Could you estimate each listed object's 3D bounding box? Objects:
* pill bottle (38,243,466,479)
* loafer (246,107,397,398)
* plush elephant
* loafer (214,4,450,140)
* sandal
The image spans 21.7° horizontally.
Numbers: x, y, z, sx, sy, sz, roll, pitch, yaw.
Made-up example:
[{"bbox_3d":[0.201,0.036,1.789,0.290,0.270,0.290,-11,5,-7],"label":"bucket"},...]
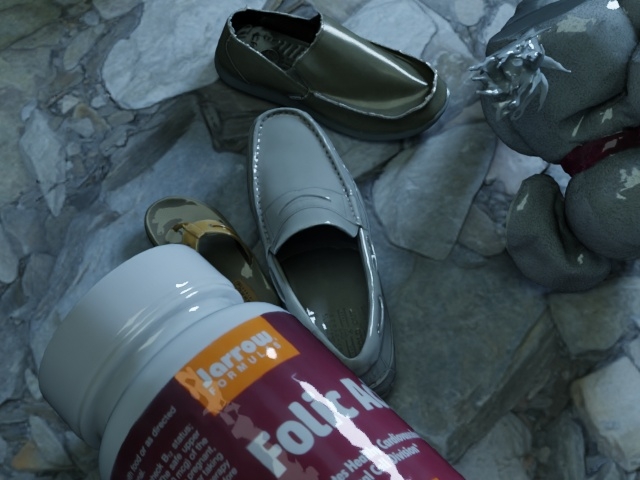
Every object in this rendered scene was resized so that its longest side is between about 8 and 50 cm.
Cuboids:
[{"bbox_3d":[-0.044,0.195,1.410,0.224,0.224,0.392,-42,67,-15],"label":"pill bottle"},{"bbox_3d":[0.000,0.000,1.570,0.112,0.111,0.319,-18,63,-4],"label":"loafer"},{"bbox_3d":[0.276,-0.102,1.539,0.271,0.255,0.330,-17,14,39],"label":"plush elephant"},{"bbox_3d":[0.006,-0.171,1.671,0.251,0.087,0.094,14,65,12],"label":"loafer"},{"bbox_3d":[-0.101,0.016,1.606,0.072,0.049,0.180,-36,65,-13],"label":"sandal"}]
